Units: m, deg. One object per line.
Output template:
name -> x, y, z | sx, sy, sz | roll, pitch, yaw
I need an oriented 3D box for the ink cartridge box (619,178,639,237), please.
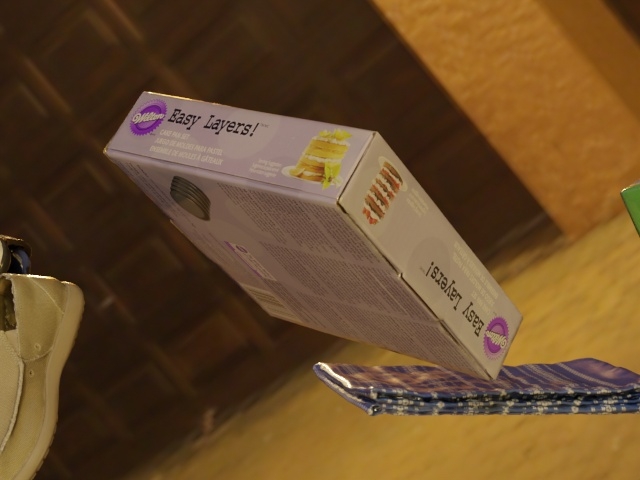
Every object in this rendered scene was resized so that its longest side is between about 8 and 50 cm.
ink cartridge box -> 0.388, 0.051, 1.235 | 0.121, 0.289, 0.211 | -31, 10, -37

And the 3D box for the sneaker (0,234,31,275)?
sneaker -> -0.461, 0.051, 2.014 | 0.315, 0.182, 0.127 | -21, 53, 57

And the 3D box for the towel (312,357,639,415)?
towel -> 0.181, 0.149, 1.739 | 0.336, 0.040, 0.243 | 1, 3, -13

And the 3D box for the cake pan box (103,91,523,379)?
cake pan box -> 0.000, 0.000, 1.251 | 0.245, 0.267, 0.070 | 15, 67, 43

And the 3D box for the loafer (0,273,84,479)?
loafer -> -0.299, 0.140, 1.539 | 0.102, 0.092, 0.268 | -42, 29, 40
